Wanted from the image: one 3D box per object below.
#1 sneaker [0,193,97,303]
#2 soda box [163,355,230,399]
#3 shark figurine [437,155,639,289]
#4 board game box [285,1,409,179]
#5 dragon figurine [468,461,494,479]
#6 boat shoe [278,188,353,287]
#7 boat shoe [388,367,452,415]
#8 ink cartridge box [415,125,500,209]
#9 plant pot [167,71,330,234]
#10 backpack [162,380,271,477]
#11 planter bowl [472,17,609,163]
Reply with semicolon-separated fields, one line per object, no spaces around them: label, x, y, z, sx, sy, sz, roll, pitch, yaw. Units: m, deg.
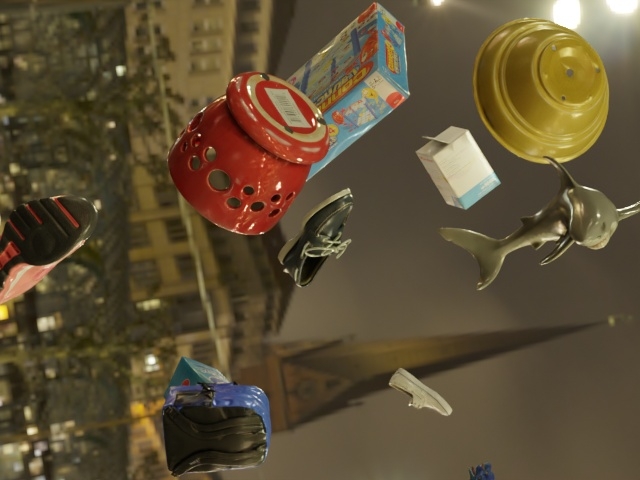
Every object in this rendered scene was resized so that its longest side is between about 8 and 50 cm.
sneaker;-0.512;0.014;2.036;0.116;0.314;0.136;56;15;2
soda box;-0.158;0.238;1.666;0.071;0.067;0.210;-65;-154;2
shark figurine;0.275;-0.040;1.399;0.116;0.166;0.278;60;-26;-5
board game box;0.034;-0.297;2.337;0.308;0.086;0.302;-38;-154;25
dragon figurine;0.270;0.582;2.336;0.144;0.085;0.289;1;-108;43
boat shoe;0.000;0.000;2.069;0.079;0.095;0.254;60;-41;17
boat shoe;0.142;0.226;1.666;0.100;0.035;0.035;37;-17;15
ink cartridge box;0.255;-0.146;2.188;0.143;0.090;0.092;57;-8;-18
plant pot;-0.097;-0.131;1.641;0.174;0.191;0.191;-50;-135;33
backpack;-0.117;0.211;1.356;0.101;0.120;0.098;-82;169;-64
planter bowl;0.329;-0.223;1.616;0.090;0.217;0.217;149;-69;-70
